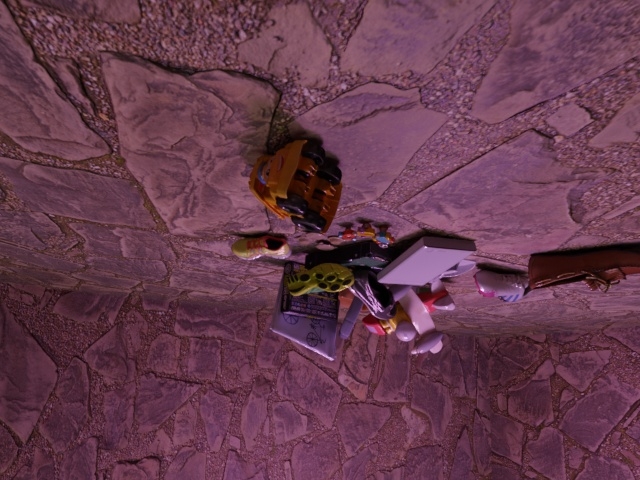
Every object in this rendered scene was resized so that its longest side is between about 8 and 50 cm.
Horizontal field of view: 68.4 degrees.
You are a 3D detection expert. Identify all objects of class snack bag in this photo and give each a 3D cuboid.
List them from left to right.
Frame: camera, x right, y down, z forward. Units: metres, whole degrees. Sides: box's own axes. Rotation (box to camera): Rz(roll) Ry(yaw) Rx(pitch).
[{"bbox_3d":[-0.052,0.320,2.058,0.342,0.323,0.037,32,135,-26],"label":"snack bag"}]

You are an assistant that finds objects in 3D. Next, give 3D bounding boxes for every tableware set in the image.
[{"bbox_3d":[0.000,0.000,1.611,0.169,0.020,0.141,16,158,-30],"label":"tableware set"}]

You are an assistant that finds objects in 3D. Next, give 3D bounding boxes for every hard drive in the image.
[{"bbox_3d":[0.136,0.081,1.772,0.237,0.064,0.339,19,159,-40],"label":"hard drive"},{"bbox_3d":[0.353,0.077,1.608,0.203,0.040,0.307,5,153,-21],"label":"hard drive"}]

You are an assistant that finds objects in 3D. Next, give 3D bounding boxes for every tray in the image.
[{"bbox_3d":[0.092,0.266,2.336,0.411,0.076,0.203,17,160,-21],"label":"tray"}]

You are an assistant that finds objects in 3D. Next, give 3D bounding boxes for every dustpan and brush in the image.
[{"bbox_3d":[0.479,0.121,1.818,0.147,0.060,0.211,10,162,-19],"label":"dustpan and brush"}]

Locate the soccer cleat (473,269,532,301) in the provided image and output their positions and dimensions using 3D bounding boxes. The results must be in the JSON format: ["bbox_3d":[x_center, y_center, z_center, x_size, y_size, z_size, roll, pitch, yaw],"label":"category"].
[{"bbox_3d":[0.729,0.166,1.861,0.143,0.116,0.331,-30,148,35],"label":"soccer cleat"}]

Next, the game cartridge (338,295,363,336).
[{"bbox_3d":[0.159,0.293,2.101,0.060,0.294,0.196,25,164,3],"label":"game cartridge"}]

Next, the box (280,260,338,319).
[{"bbox_3d":[-0.039,0.222,2.023,0.270,0.216,0.060,17,158,-37],"label":"box"}]

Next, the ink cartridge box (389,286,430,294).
[{"bbox_3d":[0.438,0.280,2.283,0.209,0.109,0.062,2,164,6],"label":"ink cartridge box"}]

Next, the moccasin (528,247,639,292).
[{"bbox_3d":[0.873,0.107,1.518,0.380,0.147,0.139,-6,161,30],"label":"moccasin"}]

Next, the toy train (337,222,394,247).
[{"bbox_3d":[0.145,-0.022,1.459,0.166,0.046,0.125,12,163,-14],"label":"toy train"}]

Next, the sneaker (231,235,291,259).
[{"bbox_3d":[-0.207,0.015,1.632,0.209,0.081,0.094,-2,157,-2],"label":"sneaker"}]

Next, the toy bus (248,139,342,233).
[{"bbox_3d":[-0.081,-0.126,1.034,0.211,0.149,0.220,14,167,27],"label":"toy bus"}]

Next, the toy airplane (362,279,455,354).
[{"bbox_3d":[0.405,0.327,2.062,0.386,0.272,0.384,19,127,2],"label":"toy airplane"}]

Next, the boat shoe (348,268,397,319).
[{"bbox_3d":[0.223,0.212,1.806,0.095,0.112,0.335,-15,139,35],"label":"boat shoe"}]

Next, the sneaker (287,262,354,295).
[{"bbox_3d":[0.008,0.140,1.759,0.295,0.109,0.123,-12,180,39],"label":"sneaker"}]
